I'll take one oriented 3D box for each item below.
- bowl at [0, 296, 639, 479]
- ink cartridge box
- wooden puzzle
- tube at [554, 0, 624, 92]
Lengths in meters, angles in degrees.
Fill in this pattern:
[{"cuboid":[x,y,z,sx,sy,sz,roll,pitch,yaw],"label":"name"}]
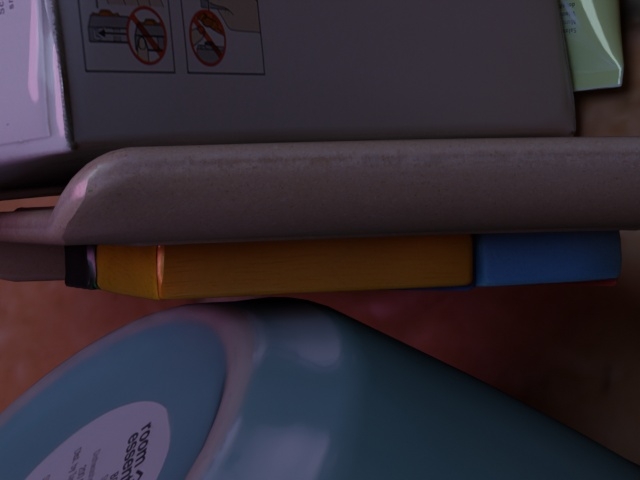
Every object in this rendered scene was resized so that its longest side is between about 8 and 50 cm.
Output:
[{"cuboid":[-0.042,0.139,0.636,0.311,0.163,0.311,-35,23,18],"label":"bowl"},{"cuboid":[-0.096,-0.083,0.759,0.272,0.309,0.130,-7,90,36],"label":"ink cartridge box"},{"cuboid":[0.000,0.000,0.677,0.238,0.221,0.044,165,102,-72],"label":"wooden puzzle"},{"cuboid":[0.096,-0.176,0.850,0.070,0.062,0.240,135,141,-73],"label":"tube"}]
